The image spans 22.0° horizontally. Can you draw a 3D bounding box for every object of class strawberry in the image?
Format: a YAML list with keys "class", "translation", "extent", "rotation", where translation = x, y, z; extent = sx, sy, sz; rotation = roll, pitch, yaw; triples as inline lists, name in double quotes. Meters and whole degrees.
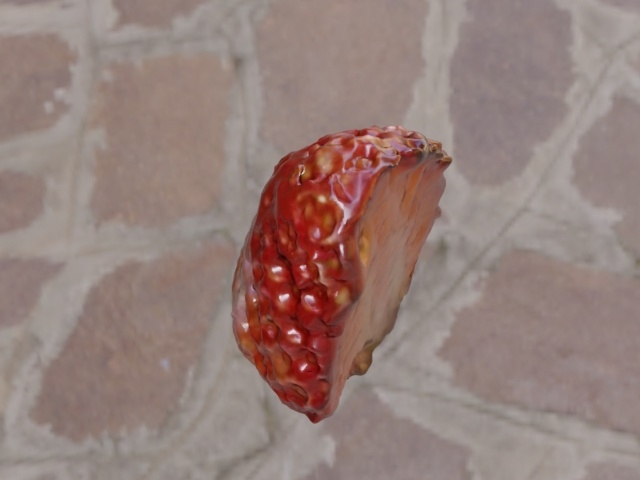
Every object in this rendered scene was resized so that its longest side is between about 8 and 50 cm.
- class: "strawberry"
  translation: [0.000, 0.000, 1.420]
  extent: [0.149, 0.336, 0.265]
  rotation: [26, 71, 11]
